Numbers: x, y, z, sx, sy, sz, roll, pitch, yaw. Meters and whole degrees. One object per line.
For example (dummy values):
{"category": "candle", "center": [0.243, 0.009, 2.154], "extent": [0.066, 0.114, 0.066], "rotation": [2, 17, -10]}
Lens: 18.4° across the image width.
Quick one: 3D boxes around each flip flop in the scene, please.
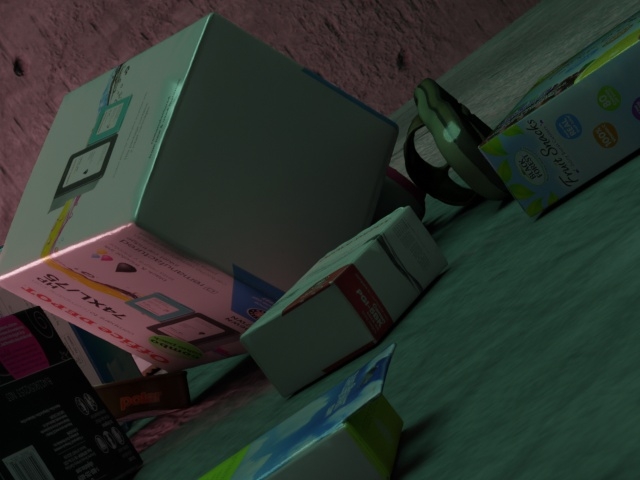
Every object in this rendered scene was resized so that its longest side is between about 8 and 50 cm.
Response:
{"category": "flip flop", "center": [0.112, -0.069, 1.671], "extent": [0.080, 0.112, 0.277], "rotation": [-50, 8, 9]}

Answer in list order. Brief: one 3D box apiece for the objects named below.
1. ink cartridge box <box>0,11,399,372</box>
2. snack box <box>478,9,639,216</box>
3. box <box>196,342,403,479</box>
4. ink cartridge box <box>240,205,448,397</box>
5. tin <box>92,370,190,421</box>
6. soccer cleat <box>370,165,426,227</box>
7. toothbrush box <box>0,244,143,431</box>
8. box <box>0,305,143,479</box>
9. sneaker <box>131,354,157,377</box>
{"category": "ink cartridge box", "center": [-0.109, -0.030, 1.660], "extent": [0.270, 0.198, 0.197], "rotation": [-19, 47, 55]}
{"category": "snack box", "center": [0.229, -0.119, 1.392], "extent": [0.207, 0.070, 0.174], "rotation": [-33, 6, 29]}
{"category": "box", "center": [-0.027, 0.126, 0.981], "extent": [0.178, 0.042, 0.109], "rotation": [-35, 5, 11]}
{"category": "ink cartridge box", "center": [0.019, 0.042, 1.412], "extent": [0.099, 0.056, 0.135], "rotation": [-33, 6, 36]}
{"category": "tin", "center": [-0.179, 0.144, 1.753], "extent": [0.106, 0.040, 0.189], "rotation": [-4, -7, -18]}
{"category": "soccer cleat", "center": [0.000, 0.000, 1.833], "extent": [0.143, 0.116, 0.331], "rotation": [-60, 12, -12]}
{"category": "toothbrush box", "center": [-0.287, 0.105, 2.026], "extent": [0.126, 0.216, 0.295], "rotation": [-28, 5, 2]}
{"category": "box", "center": [-0.266, 0.166, 1.495], "extent": [0.142, 0.163, 0.247], "rotation": [-35, -3, 14]}
{"category": "sneaker", "center": [-0.292, 0.126, 2.305], "extent": [0.282, 0.153, 0.099], "rotation": [-35, 4, 19]}
